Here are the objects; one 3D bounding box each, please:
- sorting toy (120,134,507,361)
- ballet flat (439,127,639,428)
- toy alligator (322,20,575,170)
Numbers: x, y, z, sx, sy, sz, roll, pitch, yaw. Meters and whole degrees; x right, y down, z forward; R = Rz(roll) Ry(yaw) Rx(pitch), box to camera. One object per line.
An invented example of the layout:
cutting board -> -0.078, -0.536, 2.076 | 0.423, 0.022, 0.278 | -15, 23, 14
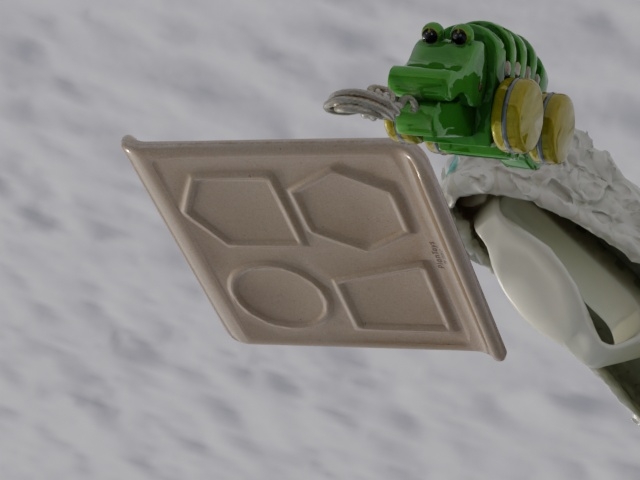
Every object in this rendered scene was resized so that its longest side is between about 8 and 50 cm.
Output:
sorting toy -> 0.000, 0.000, 1.186 | 0.208, 0.038, 0.193 | 4, 142, 27
ballet flat -> 0.228, 0.078, 1.349 | 0.409, 0.147, 0.147 | 44, 158, 6
toy alligator -> 0.053, -0.061, 0.736 | 0.056, 0.051, 0.189 | 6, 178, 26
